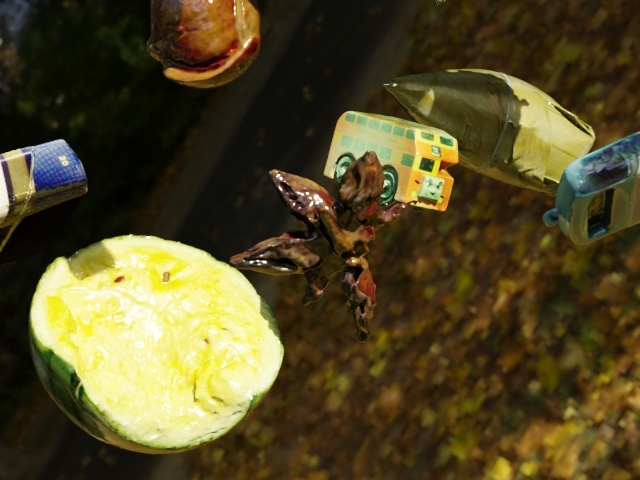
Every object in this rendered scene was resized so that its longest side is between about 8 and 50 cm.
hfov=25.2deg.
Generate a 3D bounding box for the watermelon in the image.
[{"bbox_3d":[-0.231,0.154,1.863,0.330,0.331,0.189,-76,10,-59],"label":"watermelon"}]

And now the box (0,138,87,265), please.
[{"bbox_3d":[-0.376,-0.011,1.431,0.259,0.071,0.168,-19,-15,-34],"label":"box"}]

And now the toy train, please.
[{"bbox_3d":[0.078,-0.093,1.663,0.188,0.072,0.099,24,104,53],"label":"toy train"}]

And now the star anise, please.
[{"bbox_3d":[-0.001,-0.003,1.329,0.053,0.157,0.212,-92,16,-55],"label":"star anise"}]

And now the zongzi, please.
[{"bbox_3d":[0.194,-0.202,2.212,0.323,0.361,0.159,28,100,65],"label":"zongzi"}]

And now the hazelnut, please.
[{"bbox_3d":[-0.172,-0.325,2.144,0.170,0.161,0.201,-42,52,34],"label":"hazelnut"}]

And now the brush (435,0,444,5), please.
[{"bbox_3d":[0.185,-0.352,1.699,0.314,0.017,0.090,169,94,-76],"label":"brush"}]

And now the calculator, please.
[{"bbox_3d":[0.380,-0.080,1.577,0.293,0.051,0.173,-23,-24,-1],"label":"calculator"}]
